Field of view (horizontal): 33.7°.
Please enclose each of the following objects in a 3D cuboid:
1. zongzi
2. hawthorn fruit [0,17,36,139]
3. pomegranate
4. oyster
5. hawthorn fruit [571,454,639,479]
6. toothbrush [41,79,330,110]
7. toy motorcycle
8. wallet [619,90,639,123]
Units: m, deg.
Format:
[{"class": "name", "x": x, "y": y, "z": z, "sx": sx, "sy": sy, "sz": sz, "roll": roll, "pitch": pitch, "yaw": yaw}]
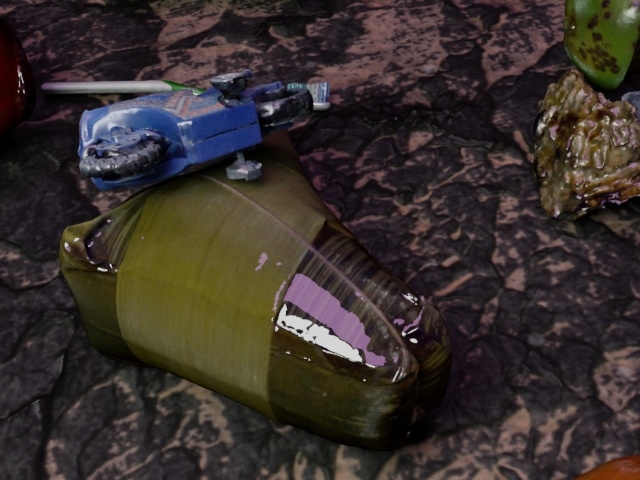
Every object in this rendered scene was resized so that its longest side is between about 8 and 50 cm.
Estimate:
[{"class": "zongzi", "x": 0.000, "y": 0.000, "z": 0.829, "sx": 0.289, "sy": 0.154, "sz": 0.317, "roll": 20, "pitch": 46, "yaw": 20}, {"class": "hawthorn fruit", "x": -0.397, "y": -0.139, "z": 0.969, "sx": 0.215, "sy": 0.215, "sz": 0.250, "roll": 28, "pitch": 58, "yaw": 28}, {"class": "pomegranate", "x": 0.307, "y": -0.231, "z": 1.029, "sx": 0.169, "sy": 0.143, "sz": 0.122, "roll": -34, "pitch": 51, "yaw": -14}, {"class": "oyster", "x": 0.236, "y": -0.092, "z": 0.943, "sx": 0.105, "sy": 0.056, "sz": 0.177, "roll": -16, "pitch": 45, "yaw": 31}, {"class": "hawthorn fruit", "x": 0.202, "y": 0.191, "z": 0.644, "sx": 0.140, "sy": 0.125, "sz": 0.125, "roll": 0, "pitch": 37, "yaw": -38}, {"class": "toothbrush", "x": -0.139, "y": -0.148, "z": 1.070, "sx": 0.303, "sy": 0.030, "sz": 0.030, "roll": 2, "pitch": 46, "yaw": 10}, {"class": "toy motorcycle", "x": -0.100, "y": -0.080, "z": 0.773, "sx": 0.114, "sy": 0.076, "sz": 0.205, "roll": 8, "pitch": 24, "yaw": 45}, {"class": "wallet", "x": 0.388, "y": -0.079, "z": 0.949, "sx": 0.222, "sy": 0.036, "sz": 0.167, "roll": -4, "pitch": 45, "yaw": 0}]
